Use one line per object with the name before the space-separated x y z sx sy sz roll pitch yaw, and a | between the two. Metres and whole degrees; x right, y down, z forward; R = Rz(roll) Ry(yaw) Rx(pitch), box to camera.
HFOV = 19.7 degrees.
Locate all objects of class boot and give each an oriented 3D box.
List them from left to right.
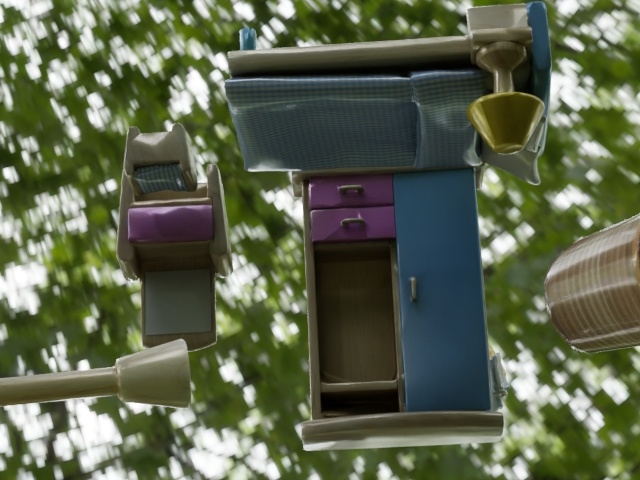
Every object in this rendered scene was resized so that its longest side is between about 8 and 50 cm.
boot | 0.189 -0.023 0.672 0.197 0.152 0.073 -41 -76 -40

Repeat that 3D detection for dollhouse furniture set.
dollhouse furniture set | 0.000 0.000 1.156 0.286 0.303 0.198 -3 -110 1

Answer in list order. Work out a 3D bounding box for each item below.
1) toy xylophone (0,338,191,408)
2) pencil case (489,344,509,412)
toy xylophone | -0.138 0.170 0.743 0.322 0.081 0.236 -11 -67 -10
pencil case | 0.091 0.094 1.612 0.113 0.124 0.273 -55 -21 -8
